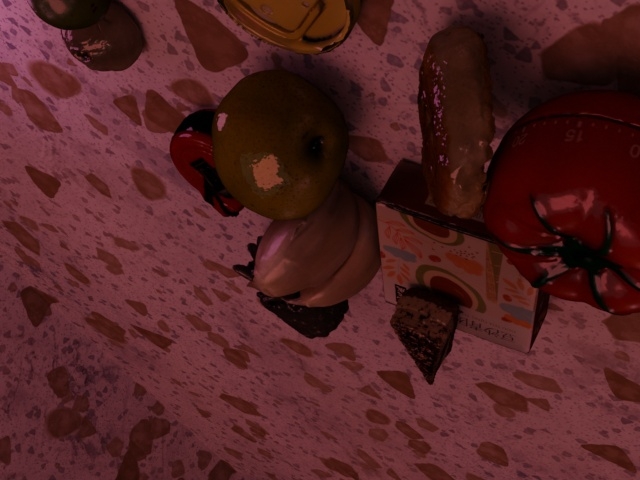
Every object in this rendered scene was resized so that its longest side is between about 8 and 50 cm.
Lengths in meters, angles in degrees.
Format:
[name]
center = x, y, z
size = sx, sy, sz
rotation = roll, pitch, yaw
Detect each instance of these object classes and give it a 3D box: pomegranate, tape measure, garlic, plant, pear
[pomegranate]
center = -0.458, -0.502, 1.809
size = 0.224, 0.181, 0.181
rotation = -15, 131, 25
[tape measure]
center = -0.221, -0.175, 2.137
size = 0.260, 0.114, 0.253
rotation = 42, 149, -18
[garlic]
center = 0.000, 0.000, 2.004
size = 0.249, 0.313, 0.286
rotation = 10, 149, 16
[plant]
center = -0.074, 0.109, 2.367
size = 0.181, 0.194, 0.320
rotation = -5, 138, 42
[pear]
center = -0.077, -0.183, 1.825
size = 0.294, 0.294, 0.294
rotation = 23, 151, 14

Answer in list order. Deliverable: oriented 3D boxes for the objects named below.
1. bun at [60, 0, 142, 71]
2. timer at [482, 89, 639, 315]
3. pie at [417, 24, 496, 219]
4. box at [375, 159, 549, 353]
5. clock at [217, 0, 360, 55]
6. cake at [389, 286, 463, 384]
[bun]
center = -0.467, -0.422, 1.981
size = 0.173, 0.113, 0.166
rotation = 15, 148, 23
[timer]
center = 0.449, -0.062, 1.504
size = 0.378, 0.279, 0.378
rotation = 23, 153, 13
[pie]
center = 0.209, -0.190, 1.540
size = 0.092, 0.315, 0.315
rotation = -3, 149, -4
[box]
center = 0.303, 0.041, 1.967
size = 0.344, 0.122, 0.385
rotation = 20, 150, 19
[clock]
center = -0.058, -0.439, 1.606
size = 0.277, 0.071, 0.293
rotation = 35, 152, -16
[cake]
center = 0.219, 0.204, 2.069
size = 0.135, 0.112, 0.246
rotation = 27, 155, 15
